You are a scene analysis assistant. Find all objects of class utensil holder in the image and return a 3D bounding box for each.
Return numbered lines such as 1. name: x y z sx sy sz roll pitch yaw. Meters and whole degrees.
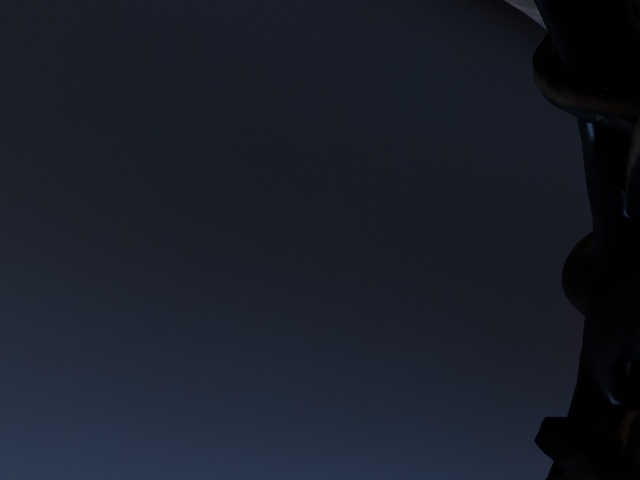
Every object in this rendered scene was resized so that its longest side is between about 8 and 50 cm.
1. utensil holder: -0.120 0.010 0.574 0.385 0.327 0.327 13 177 -44

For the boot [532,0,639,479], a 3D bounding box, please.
1. boot: 0.064 -0.008 0.319 0.377 0.284 0.138 21 170 -25
